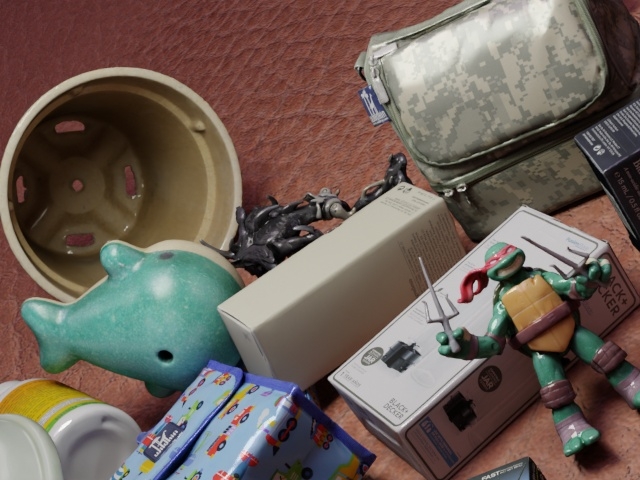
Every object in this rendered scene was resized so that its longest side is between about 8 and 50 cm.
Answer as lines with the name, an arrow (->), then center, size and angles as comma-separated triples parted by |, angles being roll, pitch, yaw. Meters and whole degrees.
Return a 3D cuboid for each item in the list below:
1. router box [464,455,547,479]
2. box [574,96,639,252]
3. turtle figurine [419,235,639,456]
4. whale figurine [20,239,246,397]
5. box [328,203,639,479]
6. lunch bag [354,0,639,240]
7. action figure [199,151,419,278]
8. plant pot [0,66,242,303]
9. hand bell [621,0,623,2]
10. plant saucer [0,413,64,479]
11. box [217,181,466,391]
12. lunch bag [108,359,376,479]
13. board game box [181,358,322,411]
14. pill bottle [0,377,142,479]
router box -> 0.150, 0.261, 1.491 | 0.122, 0.038, 0.092 | -25, 29, 20
box -> 0.369, -0.072, 1.638 | 0.158, 0.156, 0.093 | -33, 28, 5
turtle figurine -> 0.210, 0.076, 1.516 | 0.175, 0.234, 0.118 | -38, -6, 18
whale figurine -> -0.216, 0.105, 1.874 | 0.272, 0.216, 0.141 | -9, 29, 9
box -> 0.168, 0.103, 1.665 | 0.290, 0.087, 0.169 | -42, 28, -11
lunch bag -> 0.226, -0.180, 1.860 | 0.305, 0.256, 0.213 | -23, 30, 24
action figure -> 0.000, 0.000, 1.965 | 0.275, 0.141, 0.164 | -22, 28, -8
plant pot -> -0.316, -0.072, 2.280 | 0.334, 0.334, 0.305 | -43, 17, -14
hand bell -> 0.272, -0.267, 2.137 | 0.242, 0.126, 0.126 | -45, 27, 8
plant saucer -> -0.441, 0.365, 1.787 | 0.400, 0.100, 0.401 | -33, 41, 33
box -> 0.030, 0.055, 1.825 | 0.275, 0.113, 0.094 | -32, 29, -18
lunch bag -> -0.117, 0.246, 1.697 | 0.221, 0.138, 0.293 | -52, 28, -13
board game box -> -0.080, 0.194, 1.852 | 0.160, 0.039, 0.211 | -32, 29, 8
pill bottle -> -0.323, 0.241, 1.945 | 0.136, 0.136, 0.245 | -46, 30, -20
